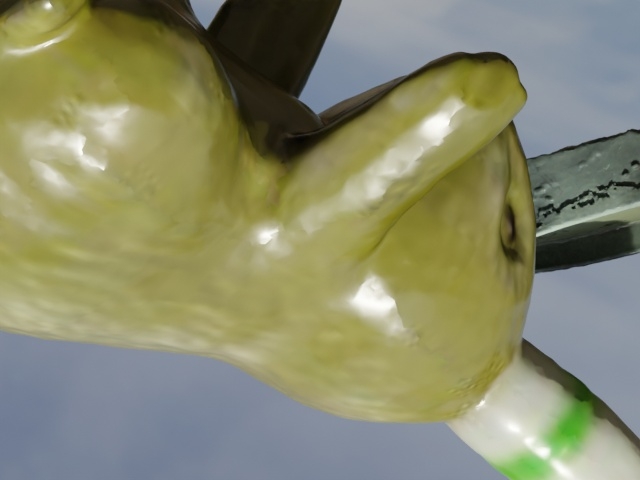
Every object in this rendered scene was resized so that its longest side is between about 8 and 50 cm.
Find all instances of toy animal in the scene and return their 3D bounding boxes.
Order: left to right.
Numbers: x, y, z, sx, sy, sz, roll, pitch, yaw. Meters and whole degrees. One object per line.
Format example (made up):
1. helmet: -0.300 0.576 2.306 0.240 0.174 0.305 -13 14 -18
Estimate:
1. toy animal: 0.003 -0.018 0.698 0.363 0.180 0.181 20 -160 -27

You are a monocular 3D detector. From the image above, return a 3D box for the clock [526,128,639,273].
1. clock: 0.183 -0.026 1.079 0.226 0.049 0.226 -12 172 -2
